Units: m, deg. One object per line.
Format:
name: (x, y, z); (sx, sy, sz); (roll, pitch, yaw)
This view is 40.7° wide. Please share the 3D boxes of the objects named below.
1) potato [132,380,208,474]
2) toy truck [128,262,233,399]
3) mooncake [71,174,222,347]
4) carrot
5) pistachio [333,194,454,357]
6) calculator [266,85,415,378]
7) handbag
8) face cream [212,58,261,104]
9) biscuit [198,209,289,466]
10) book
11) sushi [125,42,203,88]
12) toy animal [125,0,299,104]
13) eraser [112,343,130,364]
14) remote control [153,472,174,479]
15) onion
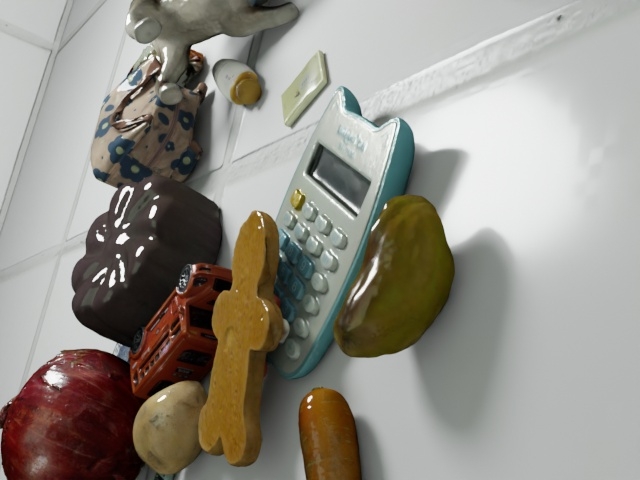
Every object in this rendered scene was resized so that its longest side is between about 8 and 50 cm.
potato: (-0.216, 0.280, 1.279); (0.147, 0.112, 0.112); (-65, 29, 19)
toy truck: (-0.200, 0.147, 1.332); (0.253, 0.107, 0.114); (-48, 36, 36)
mooncake: (-0.305, 0.033, 1.501); (0.306, 0.154, 0.306); (-29, 44, 32)
carrot: (0.014, 0.260, 0.939); (0.067, 0.067, 0.225); (-44, 39, 38)
pistachio: (0.087, 0.046, 0.926); (0.110, 0.100, 0.189); (15, 75, 39)
calculator: (0.000, 0.000, 1.144); (0.386, 0.054, 0.256); (-64, 29, 11)
handbag: (-0.335, -0.227, 1.730); (0.193, 0.190, 0.251); (-34, 42, 36)
face cream: (-0.159, -0.298, 1.604); (0.072, 0.051, 0.182); (-59, 31, 10)
biscuit: (-0.095, 0.130, 1.161); (0.216, 0.047, 0.340); (-5, 77, 63)
book: (-0.028, -0.244, 1.385); (0.111, 0.014, 0.077); (-46, 37, 36)
sushi: (-0.370, -0.346, 1.921); (0.332, 0.124, 0.130); (-41, 29, 43)
toy animal: (-0.212, -0.463, 1.626); (0.344, 0.194, 0.303); (-28, 37, 13)
eraser: (-0.362, 0.244, 1.605); (0.092, 0.046, 0.212); (26, 94, 60)
remote control: (-0.238, 0.349, 1.355); (0.053, 0.018, 0.124); (10, 80, 61)
onion: (-0.403, 0.314, 1.425); (0.276, 0.276, 0.276); (-38, 42, 43)
